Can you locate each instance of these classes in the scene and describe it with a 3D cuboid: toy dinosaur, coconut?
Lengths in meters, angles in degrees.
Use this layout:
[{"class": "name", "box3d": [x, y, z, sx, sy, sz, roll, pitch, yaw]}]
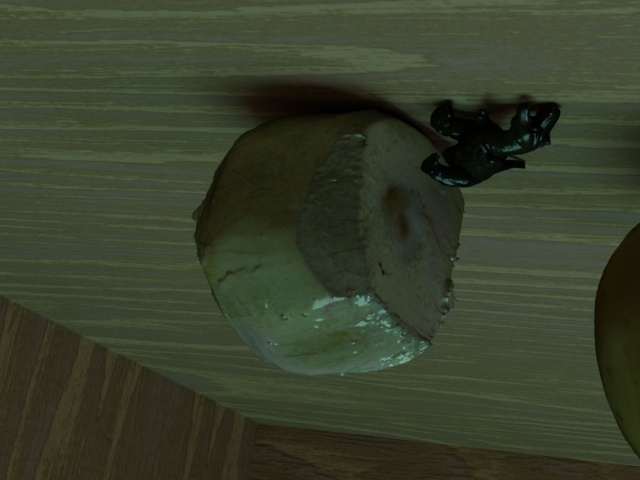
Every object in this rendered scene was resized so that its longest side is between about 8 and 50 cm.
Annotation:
[{"class": "toy dinosaur", "box3d": [0.201, -0.083, 1.995, 0.179, 0.087, 0.187, 23, 163, -33]}, {"class": "coconut", "box3d": [0.000, 0.000, 2.080, 0.254, 0.297, 0.297, -14, 153, 34]}]

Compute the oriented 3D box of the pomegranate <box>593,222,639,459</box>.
[{"class": "pomegranate", "box3d": [0.484, 0.109, 1.922, 0.411, 0.411, 0.411, 11, 165, 3]}]
